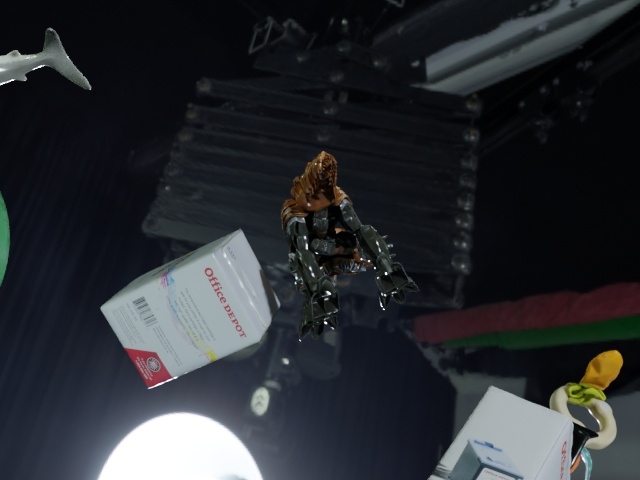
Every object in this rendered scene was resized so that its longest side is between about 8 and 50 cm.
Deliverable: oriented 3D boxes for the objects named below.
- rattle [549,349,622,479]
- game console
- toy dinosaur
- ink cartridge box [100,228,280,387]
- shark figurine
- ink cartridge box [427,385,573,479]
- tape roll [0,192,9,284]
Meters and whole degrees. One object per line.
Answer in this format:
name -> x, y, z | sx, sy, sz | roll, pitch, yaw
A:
rattle -> 0.478, 0.308, 1.103 | 0.130, 0.199, 0.143 | 49, -51, 4
game console -> 0.386, 0.327, 1.067 | 0.122, 0.107, 0.071 | 20, -30, 40
toy dinosaur -> 0.000, 0.000, 0.851 | 0.164, 0.218, 0.322 | -30, -28, 8
ink cartridge box -> -0.165, 0.087, 0.843 | 0.176, 0.127, 0.128 | -24, -80, 15
shark figurine -> -0.493, -0.220, 0.914 | 0.278, 0.116, 0.166 | -17, 9, -33
ink cartridge box -> 0.142, 0.247, 0.550 | 0.082, 0.190, 0.140 | 16, -45, 35
tape roll -> -0.593, 0.015, 0.876 | 0.321, 0.321, 0.077 | 4, -12, 13
